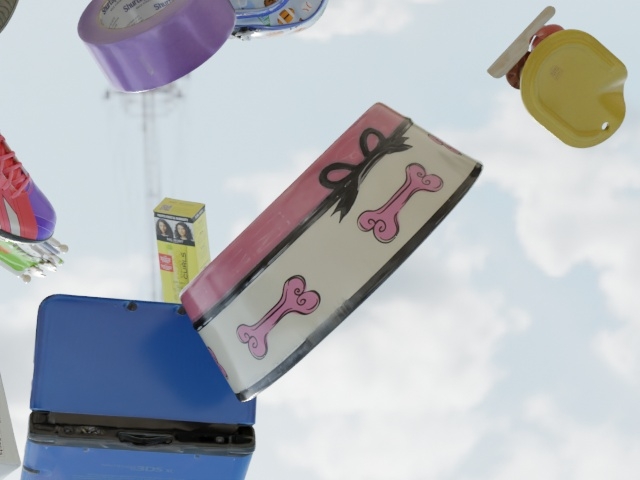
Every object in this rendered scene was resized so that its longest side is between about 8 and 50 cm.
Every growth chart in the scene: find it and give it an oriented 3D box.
[{"bbox_3d":[-0.518,0.009,2.590,0.172,0.021,0.237,31,152,-19],"label":"growth chart"}]

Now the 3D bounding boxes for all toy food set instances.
[{"bbox_3d":[0.298,-0.210,1.927,0.218,0.128,0.071,35,-177,-33],"label":"toy food set"}]

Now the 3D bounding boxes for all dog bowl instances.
[{"bbox_3d":[0.000,0.000,1.820,0.150,0.408,0.408,45,-151,-3],"label":"dog bowl"}]

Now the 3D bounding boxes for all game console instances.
[{"bbox_3d":[-0.238,0.223,1.999,0.293,0.250,0.173,6,-134,-12],"label":"game console"}]

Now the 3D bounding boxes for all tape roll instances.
[{"bbox_3d":[-0.207,-0.277,1.919,0.189,0.080,0.189,-19,-143,15],"label":"tape roll"}]

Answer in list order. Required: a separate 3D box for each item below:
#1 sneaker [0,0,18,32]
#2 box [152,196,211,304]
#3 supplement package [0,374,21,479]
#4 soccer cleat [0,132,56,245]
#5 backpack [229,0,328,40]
[{"bbox_3d":[-0.407,-0.232,1.635,0.083,0.222,0.118,34,-172,-31],"label":"sneaker"},{"bbox_3d":[-0.247,0.039,2.771,0.087,0.232,0.058,11,-146,21],"label":"box"},{"bbox_3d":[-0.445,0.189,1.498,0.203,0.194,0.149,18,-135,-49],"label":"supplement package"},{"bbox_3d":[-0.441,-0.112,1.931,0.116,0.318,0.109,-35,-149,23],"label":"soccer cleat"},{"bbox_3d":[-0.108,-0.443,2.420,0.263,0.277,0.213,0,-175,-5],"label":"backpack"}]
